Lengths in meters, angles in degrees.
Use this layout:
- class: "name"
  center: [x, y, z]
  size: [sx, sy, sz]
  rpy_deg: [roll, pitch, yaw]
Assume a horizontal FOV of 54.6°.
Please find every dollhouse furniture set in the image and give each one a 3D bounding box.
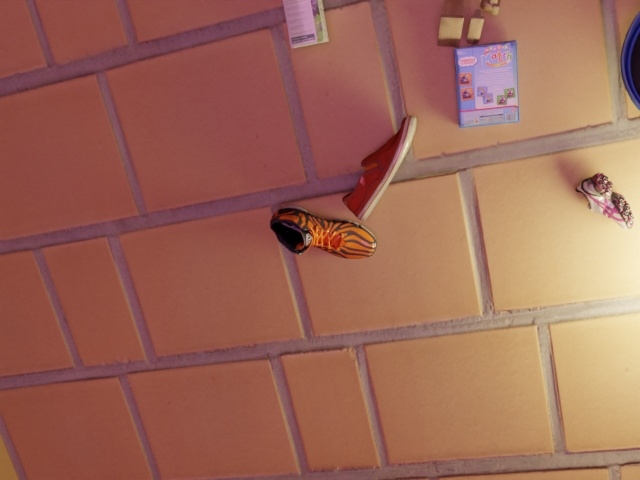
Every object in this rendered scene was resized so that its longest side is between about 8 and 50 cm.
- class: "dollhouse furniture set"
  center: [0.390, -0.603, 1.619]
  size: [0.144, 0.123, 0.151]
  rpy_deg: [7, 73, 9]

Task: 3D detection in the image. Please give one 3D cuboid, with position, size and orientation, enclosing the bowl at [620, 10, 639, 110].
- class: "bowl"
  center: [0.930, -0.438, 1.490]
  size: [0.391, 0.077, 0.391]
  rpy_deg: [0, 91, 15]

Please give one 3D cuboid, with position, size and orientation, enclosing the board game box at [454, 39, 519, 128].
- class: "board game box"
  center: [0.445, -0.415, 1.658]
  size: [0.160, 0.039, 0.211]
  rpy_deg: [-4, 110, 12]

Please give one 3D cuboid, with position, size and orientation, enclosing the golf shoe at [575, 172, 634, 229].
- class: "golf shoe"
  center: [0.778, -0.100, 1.689]
  size: [0.186, 0.067, 0.086]
  rpy_deg: [48, 138, -8]

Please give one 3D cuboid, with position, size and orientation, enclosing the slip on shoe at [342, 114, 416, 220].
- class: "slip on shoe"
  center: [0.166, -0.210, 1.743]
  size: [0.101, 0.123, 0.331]
  rpy_deg: [33, 115, 4]

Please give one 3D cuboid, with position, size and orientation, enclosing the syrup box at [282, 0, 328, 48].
- class: "syrup box"
  center: [-0.048, -0.643, 1.656]
  size: [0.093, 0.096, 0.236]
  rpy_deg: [-7, 107, 13]

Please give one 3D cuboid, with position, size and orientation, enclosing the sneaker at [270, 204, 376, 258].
- class: "sneaker"
  center: [0.000, 0.000, 1.801]
  size: [0.321, 0.180, 0.124]
  rpy_deg: [15, 109, 6]
